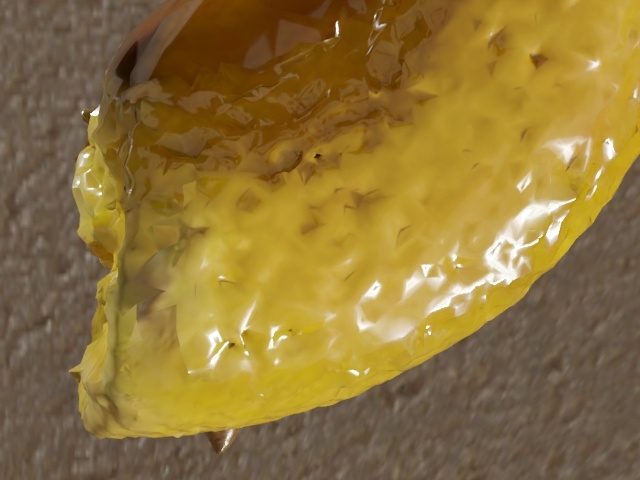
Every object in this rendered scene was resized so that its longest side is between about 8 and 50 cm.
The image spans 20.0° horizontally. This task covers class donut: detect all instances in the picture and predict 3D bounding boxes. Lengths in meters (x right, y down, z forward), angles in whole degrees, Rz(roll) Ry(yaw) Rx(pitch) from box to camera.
[{"bbox_3d":[-0.041,-0.148,0.639,0.435,0.163,0.377,44,86,-20],"label":"donut"}]

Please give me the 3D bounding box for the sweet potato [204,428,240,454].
[{"bbox_3d":[-0.009,-0.005,0.941,0.078,0.058,0.255,42,57,-5],"label":"sweet potato"}]
